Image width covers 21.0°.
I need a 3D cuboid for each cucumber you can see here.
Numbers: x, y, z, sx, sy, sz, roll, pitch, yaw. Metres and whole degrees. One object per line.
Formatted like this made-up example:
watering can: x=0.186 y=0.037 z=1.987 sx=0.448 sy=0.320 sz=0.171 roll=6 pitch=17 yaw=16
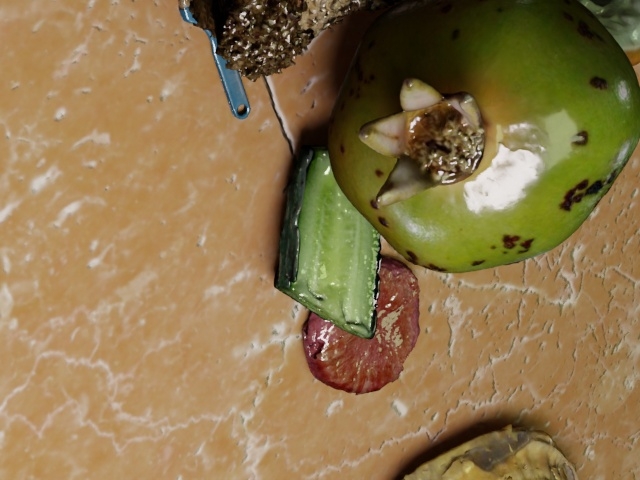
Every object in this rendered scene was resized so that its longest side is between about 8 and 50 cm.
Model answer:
cucumber: x=0.000 y=0.000 z=1.696 sx=0.115 sy=0.086 sz=0.193 roll=-2 pitch=104 yaw=-37

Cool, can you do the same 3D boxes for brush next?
brush: x=-0.093 y=-0.182 z=1.592 sx=0.051 sy=0.014 sz=0.164 roll=-32 pitch=126 yaw=-20

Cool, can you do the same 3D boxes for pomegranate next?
pomegranate: x=0.153 y=-0.096 z=1.548 sx=0.291 sy=0.323 sz=0.290 roll=-1 pitch=106 yaw=-4

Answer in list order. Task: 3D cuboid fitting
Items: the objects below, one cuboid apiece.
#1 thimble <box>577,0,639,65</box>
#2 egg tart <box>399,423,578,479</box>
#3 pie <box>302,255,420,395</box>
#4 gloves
thimble: x=0.264 y=-0.292 z=1.722 sx=0.237 sy=0.150 sz=0.237 roll=-14 pitch=114 yaw=-33
egg tart: x=0.187 y=0.377 z=1.954 sx=0.352 sy=0.150 sz=0.352 roll=-18 pitch=122 yaw=-31
pie: x=0.047 y=0.089 z=1.794 sx=0.153 sy=0.038 sz=0.153 roll=-14 pitch=114 yaw=-32
gloves: x=-0.006 y=-0.253 z=1.521 sx=0.210 sy=0.135 sz=0.312 roll=-51 pitch=170 yaw=32
